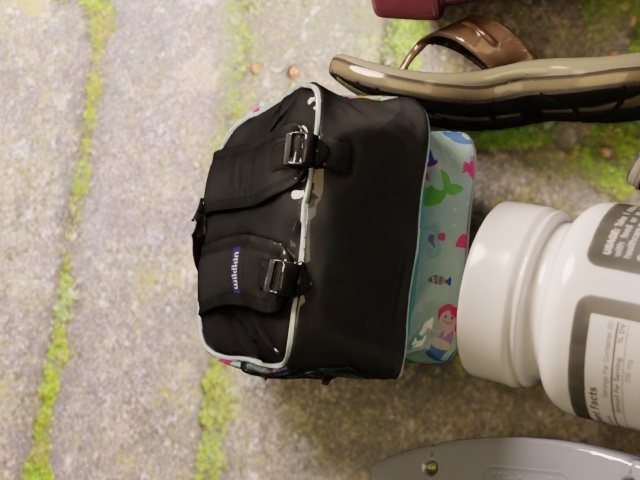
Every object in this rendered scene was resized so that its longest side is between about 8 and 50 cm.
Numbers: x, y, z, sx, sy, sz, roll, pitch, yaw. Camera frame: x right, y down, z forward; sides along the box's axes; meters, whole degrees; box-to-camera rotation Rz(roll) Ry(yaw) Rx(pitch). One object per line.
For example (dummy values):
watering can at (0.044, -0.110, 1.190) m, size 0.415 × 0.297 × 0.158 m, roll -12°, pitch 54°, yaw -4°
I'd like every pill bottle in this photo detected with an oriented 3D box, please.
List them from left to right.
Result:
pill bottle at (0.254, 0.060, 1.155) m, size 0.283 × 0.161 × 0.161 m, roll 11°, pitch 86°, yaw 25°

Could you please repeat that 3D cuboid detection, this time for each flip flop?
flip flop at (0.144, -0.138, 1.264) m, size 0.277 × 0.112 × 0.080 m, roll -1°, pitch 80°, yaw 20°

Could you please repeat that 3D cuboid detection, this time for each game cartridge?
game cartridge at (0.158, 0.244, 1.188) m, size 0.294 × 0.060 × 0.196 m, roll -1°, pitch 84°, yaw 40°

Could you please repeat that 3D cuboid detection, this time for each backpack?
backpack at (0.000, 0.000, 1.248) m, size 0.253 × 0.191 × 0.225 m, roll -8°, pitch 74°, yaw 62°

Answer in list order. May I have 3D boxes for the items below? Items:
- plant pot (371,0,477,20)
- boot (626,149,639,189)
plant pot at (0.134, -0.271, 1.254) m, size 0.180 × 0.201 × 0.201 m, roll 2°, pitch 82°, yaw 8°
boot at (0.358, -0.055, 1.146) m, size 0.236 × 0.085 × 0.178 m, roll -32°, pitch 71°, yaw -8°
